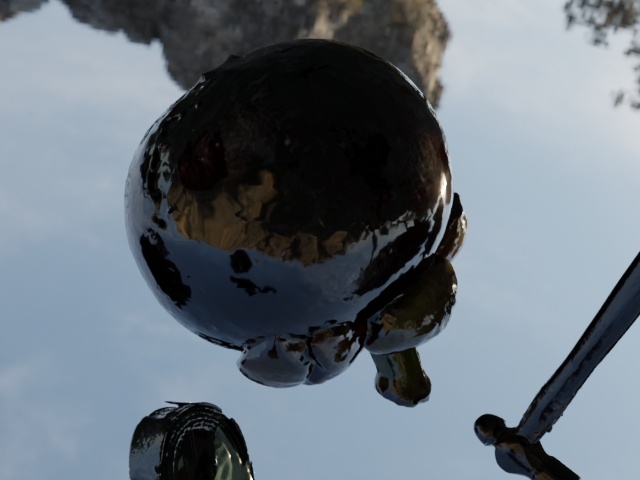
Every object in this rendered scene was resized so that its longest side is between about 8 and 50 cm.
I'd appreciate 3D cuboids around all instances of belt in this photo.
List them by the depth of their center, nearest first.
[{"bbox_3d":[-0.115,0.210,1.111,0.105,0.140,0.058,-4,173,-43],"label":"belt"}]

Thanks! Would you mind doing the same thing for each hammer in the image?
[{"bbox_3d":[0.139,0.062,0.639,0.065,0.178,0.021,40,-142,18],"label":"hammer"}]

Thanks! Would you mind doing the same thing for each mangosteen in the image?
[{"bbox_3d":[0.000,0.000,0.771,0.250,0.211,0.211,54,-152,-11],"label":"mangosteen"}]
